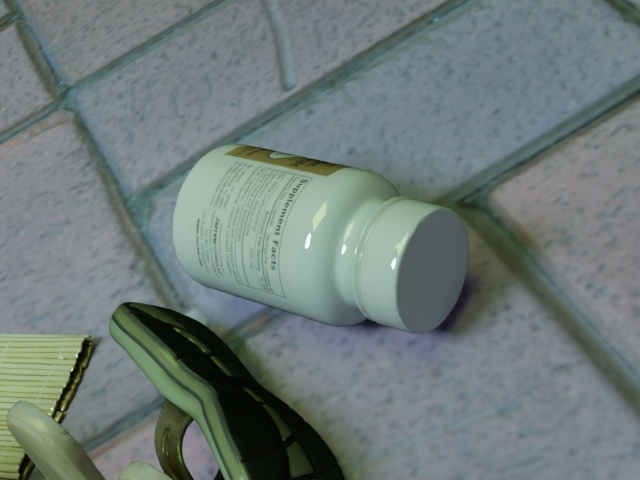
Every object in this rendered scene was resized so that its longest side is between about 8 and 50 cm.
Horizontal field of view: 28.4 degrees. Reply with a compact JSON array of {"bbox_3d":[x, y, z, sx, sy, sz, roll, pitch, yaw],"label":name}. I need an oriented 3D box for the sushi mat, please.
[{"bbox_3d":[-0.366,0.147,1.184,0.316,0.019,0.151,-1,48,28],"label":"sushi mat"}]

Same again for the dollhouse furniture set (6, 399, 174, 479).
[{"bbox_3d":[-0.308,0.233,0.774,0.394,0.256,0.362,15,54,44],"label":"dollhouse furniture set"}]

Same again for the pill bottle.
[{"bbox_3d":[0.000,0.000,1.046,0.229,0.131,0.131,15,57,37],"label":"pill bottle"}]

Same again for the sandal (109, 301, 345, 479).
[{"bbox_3d":[-0.080,0.151,0.977,0.086,0.120,0.303,-58,41,9],"label":"sandal"}]
